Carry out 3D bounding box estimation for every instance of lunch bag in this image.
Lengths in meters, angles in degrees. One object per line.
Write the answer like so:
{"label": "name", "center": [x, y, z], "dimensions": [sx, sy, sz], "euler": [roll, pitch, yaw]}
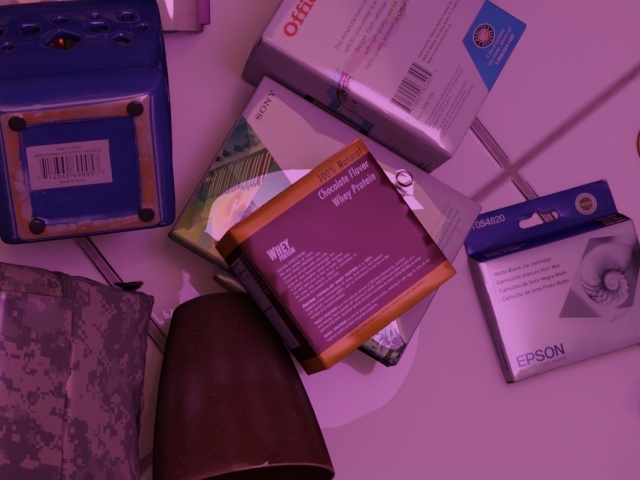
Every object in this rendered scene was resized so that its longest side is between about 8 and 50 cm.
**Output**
{"label": "lunch bag", "center": [-0.315, 0.186, 1.732], "dimensions": [0.256, 0.212, 0.305], "euler": [9, 79, -34]}

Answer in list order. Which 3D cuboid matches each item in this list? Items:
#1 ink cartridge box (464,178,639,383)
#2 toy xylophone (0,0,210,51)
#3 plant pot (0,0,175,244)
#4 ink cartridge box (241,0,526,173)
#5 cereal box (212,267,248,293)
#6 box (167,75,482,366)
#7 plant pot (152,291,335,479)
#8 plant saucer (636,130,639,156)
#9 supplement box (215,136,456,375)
{"label": "ink cartridge box", "center": [0.313, 0.048, 1.940], "dimensions": [0.223, 0.045, 0.224], "euler": [-16, 85, -11]}
{"label": "toy xylophone", "center": [-0.295, -0.288, 1.864], "dimensions": [0.322, 0.081, 0.236], "euler": [7, 94, -10]}
{"label": "plant pot", "center": [-0.284, -0.131, 1.734], "dimensions": [0.236, 0.212, 0.236], "euler": [-6, 123, -9]}
{"label": "ink cartridge box", "center": [0.072, -0.235, 1.862], "dimensions": [0.270, 0.197, 0.198], "euler": [32, 78, -5]}
{"label": "cereal box", "center": [0.000, 0.000, 1.893], "dimensions": [0.173, 0.047, 0.240], "euler": [36, 78, -3]}
{"label": "box", "center": [0.007, -0.023, 1.843], "dimensions": [0.322, 0.058, 0.232], "euler": [30, 78, -4]}
{"label": "plant pot", "center": [-0.108, 0.186, 1.783], "dimensions": [0.215, 0.215, 0.230], "euler": [-6, 69, -10]}
{"label": "plant saucer", "center": [0.466, -0.128, 2.007], "dimensions": [0.083, 0.013, 0.084], "euler": [1, 82, -9]}
{"label": "supplement box", "center": [0.015, 0.021, 1.743], "dimensions": [0.191, 0.129, 0.194], "euler": [-36, 90, -14]}
